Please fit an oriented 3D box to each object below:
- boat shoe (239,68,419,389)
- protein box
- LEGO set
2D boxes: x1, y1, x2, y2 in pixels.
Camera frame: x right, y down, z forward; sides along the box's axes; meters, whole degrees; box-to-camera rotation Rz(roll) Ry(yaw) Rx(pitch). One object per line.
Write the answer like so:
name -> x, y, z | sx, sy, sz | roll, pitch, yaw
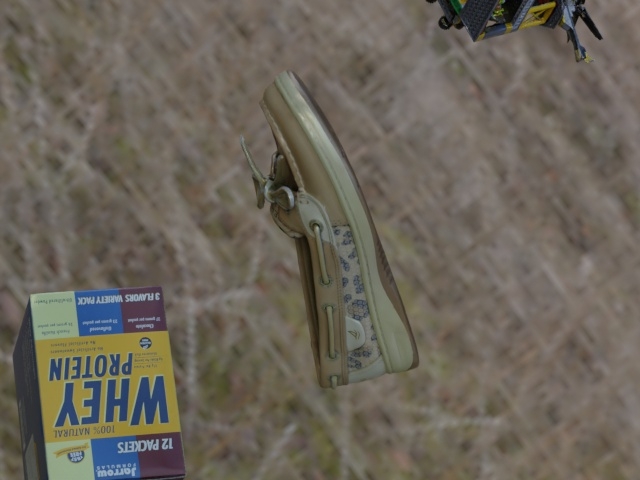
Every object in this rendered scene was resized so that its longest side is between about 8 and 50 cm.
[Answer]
boat shoe -> 0.000, 0.000, 1.530 | 0.104, 0.089, 0.285 | -109, 178, -64
protein box -> -0.229, 0.174, 1.937 | 0.201, 0.136, 0.200 | 124, -40, -65
LEGO set -> 0.237, -0.359, 1.956 | 0.192, 0.331, 0.255 | -16, 60, -25
